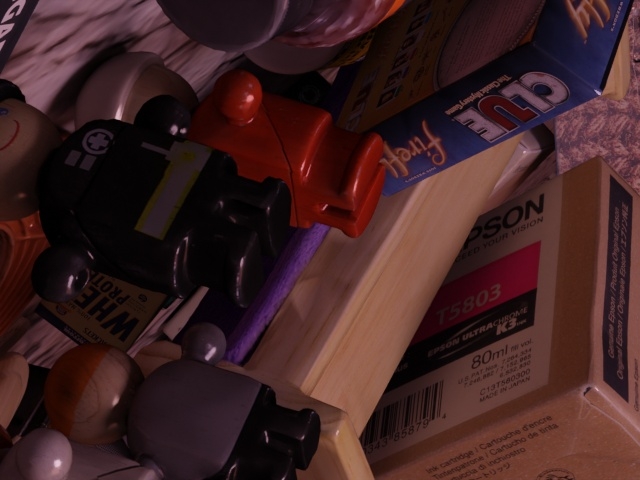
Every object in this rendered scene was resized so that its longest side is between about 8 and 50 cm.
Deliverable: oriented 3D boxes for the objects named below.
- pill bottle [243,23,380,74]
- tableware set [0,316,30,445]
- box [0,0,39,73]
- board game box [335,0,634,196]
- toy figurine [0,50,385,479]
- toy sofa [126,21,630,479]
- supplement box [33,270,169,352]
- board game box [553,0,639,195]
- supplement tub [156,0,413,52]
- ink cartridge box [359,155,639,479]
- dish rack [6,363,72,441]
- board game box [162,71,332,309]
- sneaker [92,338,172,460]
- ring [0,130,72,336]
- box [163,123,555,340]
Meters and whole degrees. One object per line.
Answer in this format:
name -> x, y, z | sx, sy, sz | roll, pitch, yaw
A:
pill bottle -> 0.002, -0.119, 0.943 | 0.065, 0.065, 0.116 | -48, 172, 20
tableware set -> -0.217, 0.119, 0.912 | 0.194, 0.039, 0.128 | -47, 163, -34
box -> -0.181, -0.014, 0.567 | 0.175, 0.051, 0.220 | -36, 168, -49
board game box -> 0.099, -0.149, 0.881 | 0.165, 0.042, 0.243 | -25, -143, 56
toy figurine -> -0.081, 0.030, 0.794 | 0.213, 0.148, 0.210 | -34, 140, -68
toy sofa -> 0.024, -0.027, 1.039 | 0.363, 0.177, 0.150 | -59, 155, -25
supplement box -> -0.103, 0.010, 1.043 | 0.083, 0.056, 0.083 | -52, -178, 37
board game box -> 0.268, -0.135, 1.536 | 0.141, 0.232, 0.291 | -4, 179, 11
supplement tub -> 0.014, -0.142, 0.746 | 0.198, 0.106, 0.106 | -37, 169, -44
ink cartridge box -> 0.095, 0.081, 1.128 | 0.234, 0.088, 0.193 | -29, -147, 31
dish rack -> -0.205, 0.213, 1.166 | 0.271, 0.074, 0.208 | 88, 27, -54
board game box -> -0.056, -0.030, 1.247 | 0.186, 0.026, 0.126 | -46, 173, 0
sneaker -> -0.088, 0.146, 1.630 | 0.137, 0.210, 0.366 | -46, -153, 12
ring -> -0.226, 0.078, 0.895 | 0.336, 0.032, 0.336 | -45, 172, -8
box -> 0.034, -0.005, 1.494 | 0.311, 0.121, 0.148 | -48, 171, 17
